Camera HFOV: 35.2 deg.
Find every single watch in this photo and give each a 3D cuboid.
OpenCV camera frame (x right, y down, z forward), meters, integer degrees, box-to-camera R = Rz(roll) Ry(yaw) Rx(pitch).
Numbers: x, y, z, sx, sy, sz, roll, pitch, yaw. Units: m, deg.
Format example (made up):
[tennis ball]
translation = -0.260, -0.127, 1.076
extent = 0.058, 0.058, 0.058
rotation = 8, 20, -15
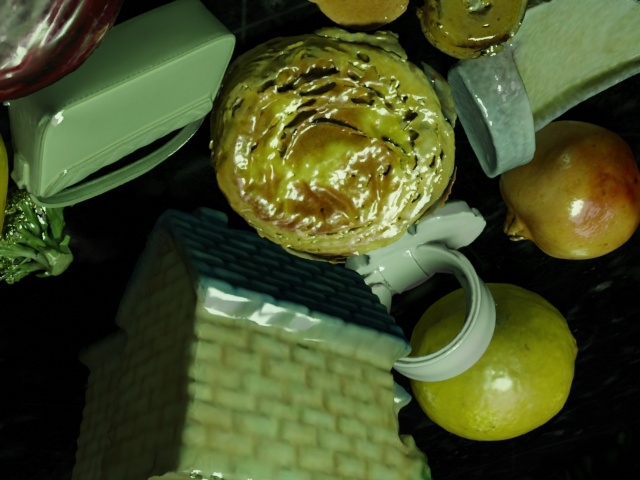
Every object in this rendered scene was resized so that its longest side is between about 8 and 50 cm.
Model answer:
[watch]
translation = 0.167, 0.081, 1.539
extent = 0.244, 0.231, 0.196
rotation = -27, 147, 15

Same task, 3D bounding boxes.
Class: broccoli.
[broccoli]
translation = -0.345, -0.007, 1.182
extent = 0.131, 0.120, 0.130
rotation = -35, 155, -58

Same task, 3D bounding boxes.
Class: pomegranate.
[pomegranate]
translation = 0.365, -0.069, 1.452
extent = 0.209, 0.209, 0.209
rotation = -16, 150, -10

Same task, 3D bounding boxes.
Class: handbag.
[handbag]
translation = -0.209, -0.128, 1.047
extent = 0.256, 0.079, 0.219
rotation = -32, 161, -32

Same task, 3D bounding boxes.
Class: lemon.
[lemon]
translation = 0.301, 0.215, 1.795
extent = 0.297, 0.297, 0.297
rotation = -16, 150, -10

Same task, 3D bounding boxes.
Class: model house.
[model house]
translation = -0.112, 0.187, 1.378
extent = 0.395, 0.399, 0.445
rotation = 15, 152, -31

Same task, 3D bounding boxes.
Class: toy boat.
[toy boat]
translation = 0.282, -0.220, 1.272
extent = 0.293, 0.111, 0.276
rotation = -43, 144, 10

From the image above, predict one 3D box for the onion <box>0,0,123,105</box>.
[onion]
translation = -0.303, -0.232, 0.715
extent = 0.337, 0.260, 0.281
rotation = -7, 106, -7

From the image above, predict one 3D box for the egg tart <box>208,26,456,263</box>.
[egg tart]
translation = 0.017, -0.119, 1.183
extent = 0.297, 0.132, 0.297
rotation = 0, 106, 0

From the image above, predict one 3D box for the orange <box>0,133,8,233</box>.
[orange]
translation = -0.432, -0.050, 0.942
extent = 0.279, 0.235, 0.279
rotation = -15, 142, -12

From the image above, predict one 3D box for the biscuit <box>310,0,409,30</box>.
[biscuit]
translation = 0.049, -0.281, 1.086
extent = 0.118, 0.023, 0.140
rotation = -33, 147, 18

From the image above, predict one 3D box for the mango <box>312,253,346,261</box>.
[mango]
translation = 0.000, 0.000, 1.457
extent = 0.161, 0.076, 0.103
rotation = -37, 151, 31

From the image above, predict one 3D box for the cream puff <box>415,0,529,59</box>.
[cream puff]
translation = 0.168, -0.264, 1.104
extent = 0.133, 0.119, 0.104
rotation = -45, -172, -4
